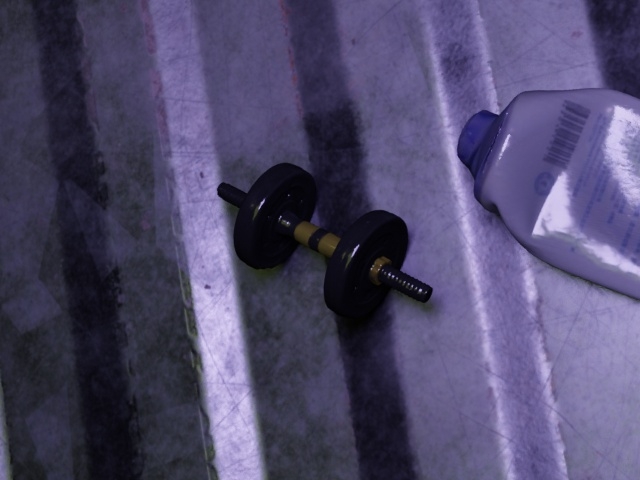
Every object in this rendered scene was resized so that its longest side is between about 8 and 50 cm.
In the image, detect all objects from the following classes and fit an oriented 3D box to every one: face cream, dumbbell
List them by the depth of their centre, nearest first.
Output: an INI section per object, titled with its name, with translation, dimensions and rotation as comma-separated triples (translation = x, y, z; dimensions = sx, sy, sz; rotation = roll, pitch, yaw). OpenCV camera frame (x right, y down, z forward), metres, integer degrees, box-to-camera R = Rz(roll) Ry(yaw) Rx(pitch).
[face cream]
translation = 0.358, -0.052, 1.764
dimensions = 0.420, 0.137, 0.235
rotation = 22, 92, 18
[dumbbell]
translation = 0.000, 0.000, 1.905
dimensions = 0.325, 0.143, 0.143
rotation = 28, 96, 26
